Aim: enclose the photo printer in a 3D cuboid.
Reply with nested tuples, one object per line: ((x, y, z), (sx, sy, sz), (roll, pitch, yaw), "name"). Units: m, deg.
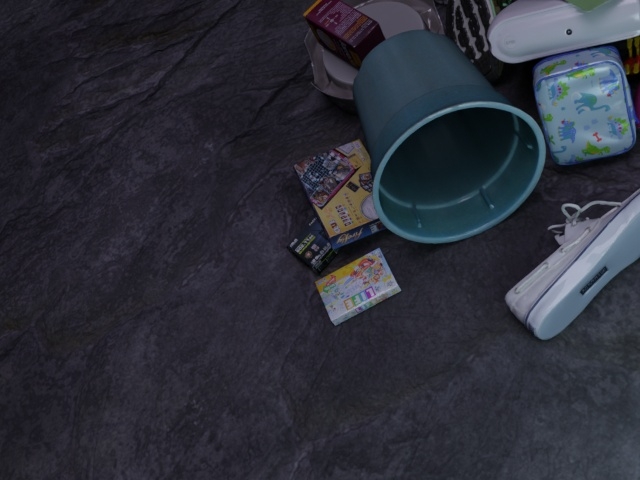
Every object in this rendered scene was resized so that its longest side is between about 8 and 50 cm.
((0.491, -0.444, 1.696), (0.307, 0.107, 0.256), (-8, 21, 30), "photo printer")

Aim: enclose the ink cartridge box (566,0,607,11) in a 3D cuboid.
((0.502, -0.521, 1.597), (0.171, 0.056, 0.235), (-31, 33, -1), "ink cartridge box")

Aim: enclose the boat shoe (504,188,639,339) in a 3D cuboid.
((0.480, 0.006, 1.566), (0.367, 0.136, 0.156), (-47, 50, 4), "boat shoe")

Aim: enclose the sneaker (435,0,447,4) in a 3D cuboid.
((0.245, -0.633, 2.069), (0.208, 0.094, 0.081), (9, 67, 30), "sneaker")

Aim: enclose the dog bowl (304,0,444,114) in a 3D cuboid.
((0.133, -0.444, 2.001), (0.349, 0.102, 0.348), (-12, 57, 19), "dog bowl")

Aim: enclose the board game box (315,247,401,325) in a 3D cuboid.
((0.076, 0.094, 1.748), (0.154, 0.026, 0.103), (-29, 54, 6), "board game box")

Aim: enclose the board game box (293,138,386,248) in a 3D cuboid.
((0.057, -0.104, 1.835), (0.165, 0.042, 0.243), (-21, 49, -5), "board game box")

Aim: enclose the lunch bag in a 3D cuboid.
((0.512, -0.258, 1.641), (0.176, 0.219, 0.090), (-13, 36, 20), "lunch bag")

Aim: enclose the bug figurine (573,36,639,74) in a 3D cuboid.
((0.637, -0.446, 1.793), (0.216, 0.072, 0.279), (1, 66, 32), "bug figurine")

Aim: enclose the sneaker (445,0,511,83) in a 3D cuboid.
((0.384, -0.549, 1.923), (0.158, 0.182, 0.410), (-31, 64, 60), "sneaker")

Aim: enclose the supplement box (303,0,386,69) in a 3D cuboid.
((0.061, -0.466, 1.918), (0.081, 0.104, 0.188), (-45, 53, -5), "supplement box")

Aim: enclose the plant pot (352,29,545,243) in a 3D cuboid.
((0.225, -0.232, 1.709), (0.341, 0.341, 0.334), (-26, 46, 8), "plant pot")

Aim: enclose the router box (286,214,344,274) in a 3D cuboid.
((0.000, 0.000, 1.832), (0.122, 0.038, 0.092), (-47, 53, -8), "router box")

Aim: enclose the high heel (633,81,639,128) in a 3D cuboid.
((0.785, -0.255, 1.586), (0.377, 0.127, 0.181), (22, 100, 35), "high heel")
